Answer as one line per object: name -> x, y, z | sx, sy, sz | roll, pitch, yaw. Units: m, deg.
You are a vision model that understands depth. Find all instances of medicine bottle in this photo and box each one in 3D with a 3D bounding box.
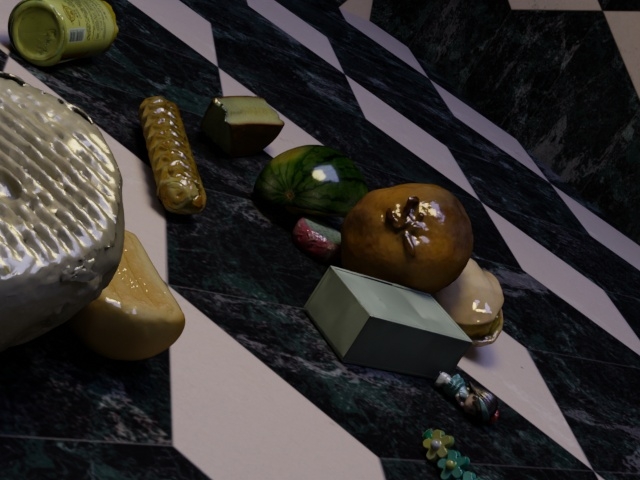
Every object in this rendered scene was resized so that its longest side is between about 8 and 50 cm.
medicine bottle -> -0.464, -0.387, 2.158 | 0.124, 0.124, 0.239 | 34, 18, 6

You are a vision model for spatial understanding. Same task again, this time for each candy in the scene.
candy -> 0.000, 0.000, 2.025 | 0.103, 0.043, 0.103 | 28, 17, -9

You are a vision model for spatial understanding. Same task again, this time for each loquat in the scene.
loquat -> 0.143, 0.003, 1.956 | 0.238, 0.238, 0.193 | 7, 75, -51

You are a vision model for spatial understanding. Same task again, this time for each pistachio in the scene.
pistachio -> 0.241, 0.108, 2.036 | 0.145, 0.117, 0.200 | -9, 42, -7

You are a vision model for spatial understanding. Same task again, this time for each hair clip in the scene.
hair clip -> 0.181, 0.303, 1.546 | 0.049, 0.049, 0.173 | 14, 27, -42

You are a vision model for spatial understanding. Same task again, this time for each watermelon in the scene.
watermelon -> -0.005, -0.107, 2.111 | 0.204, 0.127, 0.232 | 18, 9, 34

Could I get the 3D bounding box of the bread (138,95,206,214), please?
bread -> -0.247, -0.144, 1.948 | 0.084, 0.077, 0.367 | 21, 21, -25

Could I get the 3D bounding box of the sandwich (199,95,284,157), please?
sandwich -> -0.155, -0.219, 2.257 | 0.094, 0.096, 0.258 | 43, 19, 13

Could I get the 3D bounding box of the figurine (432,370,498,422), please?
figurine -> 0.222, 0.235, 1.787 | 0.106, 0.047, 0.060 | 32, -19, 23

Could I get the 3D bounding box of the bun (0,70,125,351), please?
bun -> -0.373, -0.015, 1.226 | 0.360, 0.211, 0.359 | 19, 38, -15

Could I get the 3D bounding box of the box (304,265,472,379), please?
box -> 0.104, 0.129, 1.797 | 0.225, 0.086, 0.129 | 16, 24, -40

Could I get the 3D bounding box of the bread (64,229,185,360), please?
bread -> -0.253, 0.061, 1.388 | 0.147, 0.098, 0.217 | 12, 28, -35
